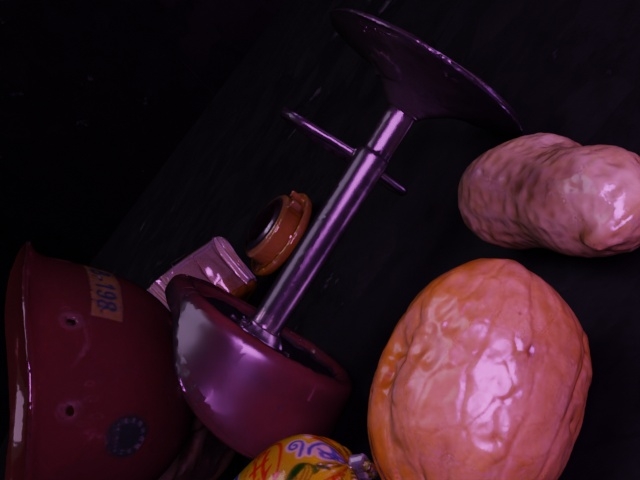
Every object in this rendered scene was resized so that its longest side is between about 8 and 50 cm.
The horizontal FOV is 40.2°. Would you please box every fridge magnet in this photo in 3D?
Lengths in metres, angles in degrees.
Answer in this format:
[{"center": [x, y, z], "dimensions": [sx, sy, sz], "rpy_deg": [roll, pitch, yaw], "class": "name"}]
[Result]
[{"center": [-0.064, -0.012, 1.303], "dimensions": [0.143, 0.063, 0.143], "rpy_deg": [-45, 23, 26], "class": "fridge magnet"}]

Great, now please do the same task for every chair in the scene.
[{"center": [0.000, 0.000, 0.867], "dimensions": [0.401, 0.226, 0.226], "rpy_deg": [-58, 18, 1], "class": "chair"}]

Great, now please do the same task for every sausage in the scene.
[{"center": [-0.070, 0.291, 0.733], "dimensions": [0.347, 0.123, 0.123], "rpy_deg": [-51, 19, 17], "class": "sausage"}]

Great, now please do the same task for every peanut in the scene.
[{"center": [0.177, -0.034, 0.673], "dimensions": [0.100, 0.099, 0.214], "rpy_deg": [-58, 16, -1], "class": "peanut"}]

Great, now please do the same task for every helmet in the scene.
[{"center": [-0.277, 0.178, 1.104], "dimensions": [0.385, 0.230, 0.338], "rpy_deg": [-129, 46, -60], "class": "helmet"}]

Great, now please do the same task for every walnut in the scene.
[{"center": [0.103, 0.104, 0.577], "dimensions": [0.144, 0.144, 0.180], "rpy_deg": [-21, 44, 61], "class": "walnut"}]

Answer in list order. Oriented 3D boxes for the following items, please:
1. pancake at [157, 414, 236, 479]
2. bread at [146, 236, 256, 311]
[{"center": [-0.151, 0.227, 1.168], "dimensions": [0.294, 0.049, 0.294], "rpy_deg": [-53, 18, 26], "class": "pancake"}, {"center": [-0.198, 0.112, 1.301], "dimensions": [0.192, 0.110, 0.210], "rpy_deg": [-37, -10, -48], "class": "bread"}]
